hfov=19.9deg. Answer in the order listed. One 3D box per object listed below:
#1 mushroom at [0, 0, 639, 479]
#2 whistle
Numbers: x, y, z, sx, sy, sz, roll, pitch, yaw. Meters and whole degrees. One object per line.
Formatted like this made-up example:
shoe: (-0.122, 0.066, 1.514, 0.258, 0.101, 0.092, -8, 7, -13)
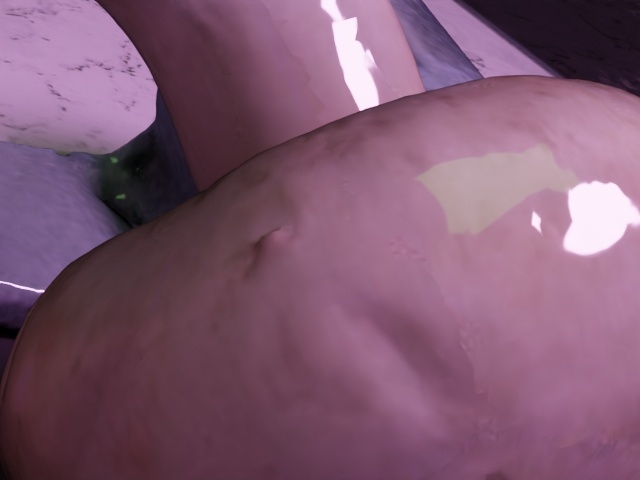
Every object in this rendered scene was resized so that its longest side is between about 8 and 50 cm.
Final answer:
mushroom: (0.013, 0.028, 0.719, 0.356, 0.315, 0.315, 56, 0, -40)
whistle: (-0.051, -0.018, 1.019, 0.404, 0.188, 0.168, -18, 44, -13)
